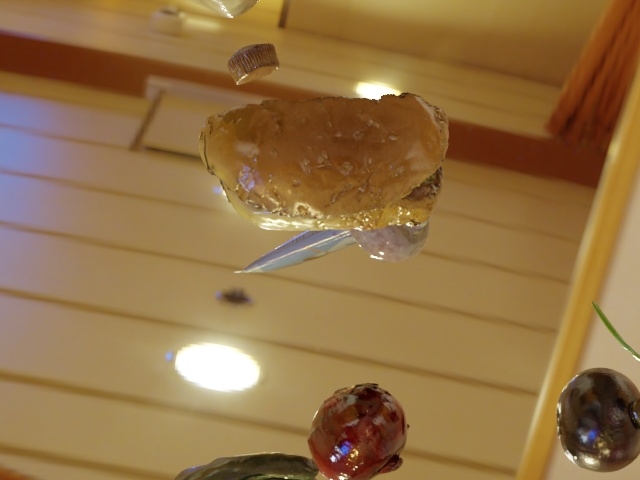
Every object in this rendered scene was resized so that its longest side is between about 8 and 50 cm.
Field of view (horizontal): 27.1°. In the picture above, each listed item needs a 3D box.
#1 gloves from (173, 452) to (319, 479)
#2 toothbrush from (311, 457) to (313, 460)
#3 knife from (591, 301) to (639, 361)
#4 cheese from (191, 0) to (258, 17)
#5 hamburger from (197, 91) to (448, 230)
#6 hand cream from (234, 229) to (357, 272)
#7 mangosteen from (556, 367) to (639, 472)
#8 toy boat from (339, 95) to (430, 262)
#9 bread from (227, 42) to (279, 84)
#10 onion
[{"bbox_3d":[-0.124,0.288,1.379,0.268,0.107,0.135,-23,-177,4],"label":"gloves"},{"bbox_3d":[0.019,0.309,1.809,0.014,0.011,0.167,39,165,-14],"label":"toothbrush"},{"bbox_3d":[0.505,0.163,2.202,0.166,0.022,0.078,46,-178,23],"label":"knife"},{"bbox_3d":[-0.137,-0.307,1.268,0.218,0.117,0.235,31,-176,-38],"label":"cheese"},{"bbox_3d":[0.007,-0.074,1.349,0.262,0.124,0.131,-2,-137,-5],"label":"hamburger"},{"bbox_3d":[0.000,0.000,2.043,0.271,0.058,0.091,-24,174,16],"label":"hand cream"},{"bbox_3d":[0.402,0.249,1.847,0.152,0.152,0.152,11,-159,-4],"label":"mangosteen"},{"bbox_3d":[0.084,-0.082,1.706,0.155,0.085,0.227,18,-127,-48],"label":"toy boat"},{"bbox_3d":[-0.111,-0.295,2.176,0.085,0.053,0.085,-22,176,-1],"label":"bread"},{"bbox_3d":[0.049,0.238,1.626,0.131,0.131,0.131,11,-159,-4],"label":"onion"}]
